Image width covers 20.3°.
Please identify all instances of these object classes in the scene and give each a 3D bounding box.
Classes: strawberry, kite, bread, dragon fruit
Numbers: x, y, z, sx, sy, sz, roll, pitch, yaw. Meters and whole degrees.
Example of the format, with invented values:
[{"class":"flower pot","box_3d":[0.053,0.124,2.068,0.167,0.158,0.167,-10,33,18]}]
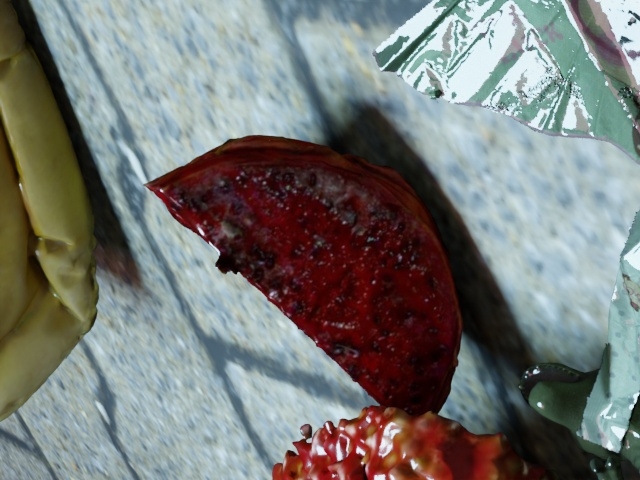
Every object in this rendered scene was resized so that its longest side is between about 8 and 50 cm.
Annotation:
[{"class":"strawberry","box_3d":[0.046,0.167,0.800,0.188,0.106,0.286,15,159,14]},{"class":"kite","box_3d":[0.111,-0.021,0.564,0.229,0.012,0.250,25,135,27]},{"class":"bread","box_3d":[-0.249,-0.036,1.003,0.156,0.204,0.288,20,146,42]},{"class":"dragon fruit","box_3d":[0.000,0.000,0.777,0.162,0.083,0.106,39,178,-15]}]

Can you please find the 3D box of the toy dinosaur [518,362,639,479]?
[{"class":"toy dinosaur","box_3d":[0.166,0.115,0.709,0.187,0.087,0.179,62,-165,16]}]
